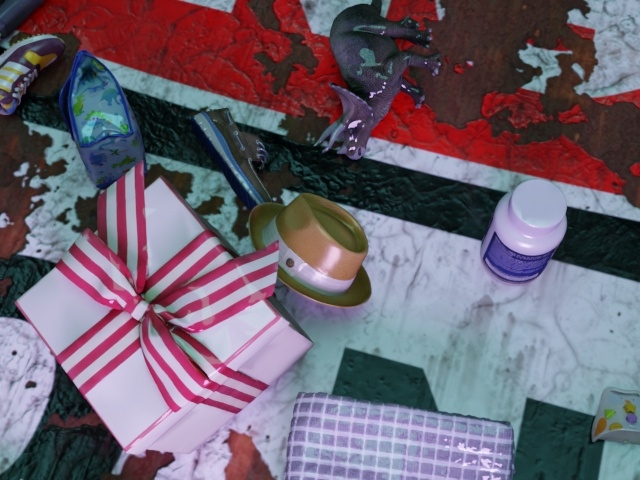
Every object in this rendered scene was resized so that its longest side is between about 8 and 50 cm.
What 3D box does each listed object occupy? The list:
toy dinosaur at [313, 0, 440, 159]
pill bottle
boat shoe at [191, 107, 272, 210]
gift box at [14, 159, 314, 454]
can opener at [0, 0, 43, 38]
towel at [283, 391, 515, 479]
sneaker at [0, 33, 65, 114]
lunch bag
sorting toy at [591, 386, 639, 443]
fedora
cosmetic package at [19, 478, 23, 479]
[{"bbox_3d":[0.076,-0.277,1.466,0.160,0.121,0.313,3,69,-15],"label":"toy dinosaur"},{"bbox_3d":[0.268,-0.012,1.322,0.094,0.169,0.094,0,66,-1],"label":"pill bottle"},{"bbox_3d":[-0.111,-0.120,1.418,0.066,0.066,0.183,-30,70,-15],"label":"boat shoe"},{"bbox_3d":[-0.169,0.077,1.193,0.255,0.258,0.276,43,88,17],"label":"gift box"},{"bbox_3d":[-0.487,-0.350,1.496,0.076,0.095,0.283,34,70,12],"label":"can opener"},{"bbox_3d":[0.092,0.311,1.200,0.284,0.121,0.234,7,67,2],"label":"towel"},{"bbox_3d":[-0.445,-0.228,1.464,0.186,0.069,0.083,-29,78,-7],"label":"sneaker"},{"bbox_3d":[-0.305,-0.170,1.402,0.096,0.129,0.151,-14,68,-8],"label":"lunch bag"},{"bbox_3d":[0.393,0.222,1.297,0.083,0.044,0.075,7,47,2],"label":"sorting toy"},{"bbox_3d":[0.000,0.000,1.314,0.194,0.079,0.194,27,30,-17],"label":"fedora"},{"bbox_3d":[-0.389,0.408,1.177,0.099,0.060,0.239,34,70,15],"label":"cosmetic package"}]
